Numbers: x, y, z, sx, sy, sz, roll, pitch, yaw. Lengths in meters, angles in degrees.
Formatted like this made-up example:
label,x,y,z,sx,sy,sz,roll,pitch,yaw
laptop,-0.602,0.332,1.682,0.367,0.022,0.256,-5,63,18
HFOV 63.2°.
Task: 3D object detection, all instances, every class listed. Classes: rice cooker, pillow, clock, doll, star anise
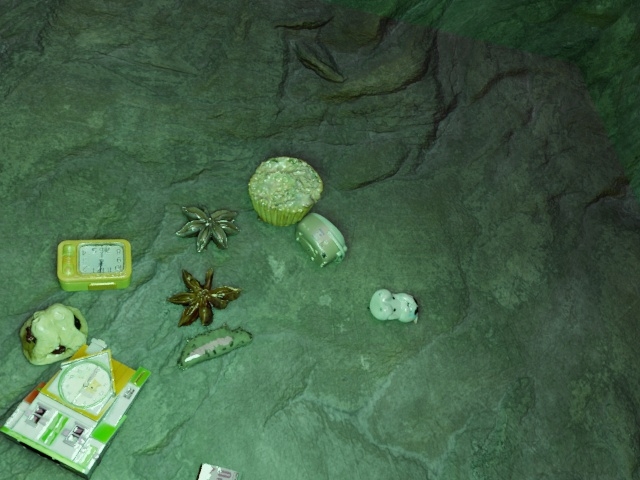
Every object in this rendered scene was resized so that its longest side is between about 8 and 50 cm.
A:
label,x,y,z,sx,sy,sz,roll,pitch,yaw
rice cooker,0.000,0.000,1.839,0.127,0.145,0.206,-33,80,-20
pillow,-0.327,0.311,1.585,0.241,0.051,0.093,-19,69,-26
clock,-0.612,0.412,1.347,0.235,0.166,0.309,29,53,-3
doll,0.264,0.231,1.822,0.181,0.107,0.110,7,67,-16
clock,-0.678,0.073,1.568,0.203,0.096,0.143,-1,58,-22
star anise,-0.366,0.186,1.610,0.213,0.111,0.196,17,51,-2
star anise,-0.379,-0.036,1.758,0.213,0.073,0.196,16,53,-8

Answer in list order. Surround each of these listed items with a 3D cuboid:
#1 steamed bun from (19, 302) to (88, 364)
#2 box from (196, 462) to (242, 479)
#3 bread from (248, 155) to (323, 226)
label,x,y,z,sx,sy,sz,roll,pitch,yaw
steamed bun,-0.724,0.241,1.412,0.172,0.155,0.140,-21,69,-30
box,-0.288,0.696,1.380,0.115,0.036,0.177,19,56,-9
bread,-0.127,-0.178,1.879,0.275,0.149,0.273,4,53,-5
